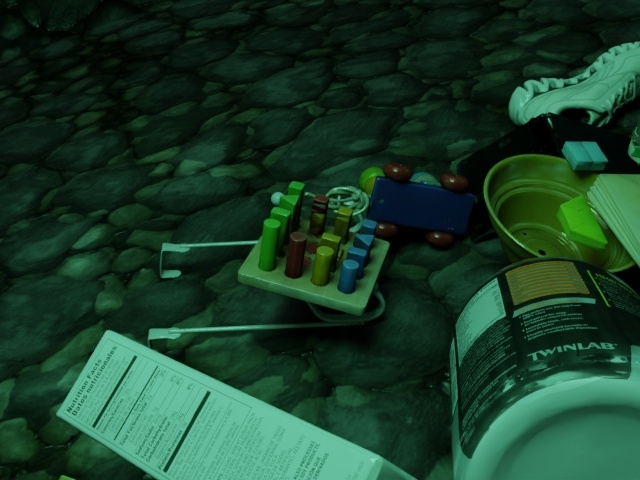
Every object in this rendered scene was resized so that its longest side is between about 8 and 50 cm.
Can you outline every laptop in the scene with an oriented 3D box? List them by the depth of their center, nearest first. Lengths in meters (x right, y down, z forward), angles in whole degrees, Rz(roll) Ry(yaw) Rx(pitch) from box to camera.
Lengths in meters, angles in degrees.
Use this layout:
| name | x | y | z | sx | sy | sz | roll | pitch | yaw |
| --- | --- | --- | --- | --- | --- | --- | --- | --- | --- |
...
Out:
| name | x | y | z | sx | sy | sz | roll | pitch | yaw |
| --- | --- | --- | --- | --- | --- | --- | --- | --- | --- |
| laptop | 0.364 | -0.083 | 1.229 | 0.264 | 0.136 | 0.234 | -31 | 27 | 21 |

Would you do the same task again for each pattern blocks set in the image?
| name | x | y | z | sx | sy | sz | roll | pitch | yaw |
| --- | --- | --- | --- | --- | --- | --- | --- | --- | --- |
| pattern blocks set | 0.433 | -0.016 | 0.990 | 0.285 | 0.026 | 0.325 | 6 | 43 | -4 |

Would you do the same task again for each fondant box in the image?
| name | x | y | z | sx | sy | sz | roll | pitch | yaw |
| --- | --- | --- | --- | --- | --- | --- | --- | --- | --- |
| fondant box | -0.040 | 0.206 | 0.704 | 0.330 | 0.238 | 0.096 | 16 | 70 | 41 |

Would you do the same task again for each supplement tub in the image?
| name | x | y | z | sx | sy | sz | roll | pitch | yaw |
| --- | --- | --- | --- | --- | --- | --- | --- | --- | --- |
| supplement tub | 0.219 | 0.139 | 0.715 | 0.207 | 0.207 | 0.338 | -6 | 14 | 11 |

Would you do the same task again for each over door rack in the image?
| name | x | y | z | sx | sy | sz | roll | pitch | yaw |
| --- | --- | --- | --- | --- | --- | --- | --- | --- | --- |
| over door rack | -0.088 | 0.040 | 1.119 | 0.324 | 0.108 | 0.239 | -12 | 32 | 2 |

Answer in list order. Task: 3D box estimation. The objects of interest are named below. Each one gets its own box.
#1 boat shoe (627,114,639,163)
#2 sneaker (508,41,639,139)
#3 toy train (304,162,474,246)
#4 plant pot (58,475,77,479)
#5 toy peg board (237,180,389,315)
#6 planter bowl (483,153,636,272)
| name | x | y | z | sx | sy | sz | roll | pitch | yaw |
| --- | --- | --- | --- | --- | --- | --- | --- | --- | --- |
| boat shoe | 0.561 | -0.112 | 1.114 | 0.109 | 0.091 | 0.305 | -14 | 34 | -24 |
| sneaker | 0.476 | -0.244 | 1.361 | 0.292 | 0.110 | 0.118 | -23 | 41 | 0 |
| toy train | 0.086 | -0.073 | 1.173 | 0.248 | 0.105 | 0.143 | 9 | 17 | -14 |
| plant pot | -0.127 | 0.337 | 0.611 | 0.212 | 0.212 | 0.187 | 8 | 52 | 29 |
| toy peg board | 0.000 | 0.000 | 1.004 | 0.160 | 0.079 | 0.161 | 15 | 33 | 9 |
| planter bowl | 0.302 | -0.010 | 1.040 | 0.217 | 0.090 | 0.217 | 8 | 45 | -8 |
